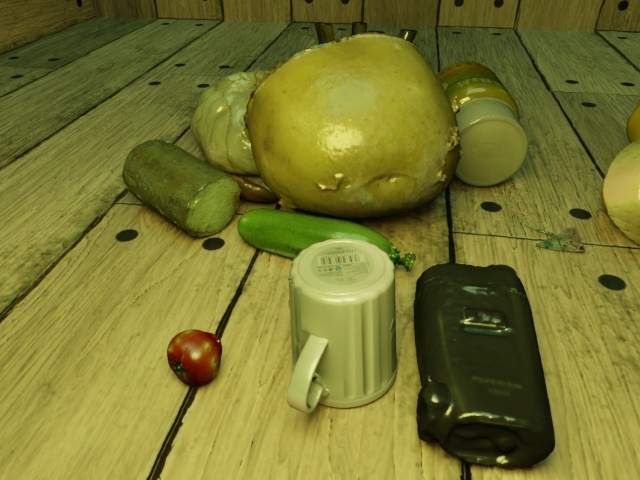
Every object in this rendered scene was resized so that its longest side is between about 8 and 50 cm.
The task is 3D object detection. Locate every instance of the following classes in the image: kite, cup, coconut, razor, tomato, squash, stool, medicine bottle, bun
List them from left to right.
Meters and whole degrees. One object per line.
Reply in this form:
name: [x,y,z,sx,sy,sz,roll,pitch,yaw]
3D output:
tomato: [-0.188,0.176,0.769,0.087,0.087,0.075,21,37,27]
bun: [-0.169,-0.334,1.362,0.364,0.219,0.365,-3,44,3]
squash: [0.000,0.000,1.005,0.378,0.102,0.101,14,38,18]
cup: [0.034,0.131,0.726,0.166,0.202,0.221,-4,34,0]
stool: [0.144,-0.631,1.769,0.310,0.226,0.310,23,33,32]
medicine bottle: [0.406,-0.317,1.345,0.224,0.225,0.384,2,36,3]
razor: [0.233,0.165,0.755,0.189,0.107,0.327,5,37,8]
kite: [0.505,-0.010,1.090,0.137,0.005,0.152,-18,38,-27]
coconut: [0.718,-0.098,1.028,0.259,0.259,0.259,0,35,0]

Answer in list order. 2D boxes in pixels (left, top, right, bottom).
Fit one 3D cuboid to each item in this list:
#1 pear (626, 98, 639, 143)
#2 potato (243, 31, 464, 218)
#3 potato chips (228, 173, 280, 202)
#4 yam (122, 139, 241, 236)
pear: [0.938,-0.267,1.232,0.336,0.285,0.285,19,37,2]
potato: [0.087,-0.176,1.056,0.441,0.385,0.320,-13,56,-16]
potato chips: [-0.181,-0.124,1.199,0.201,0.049,0.150,20,6,39]
yam: [-0.307,-0.117,1.126,0.268,0.161,0.161,29,44,36]
